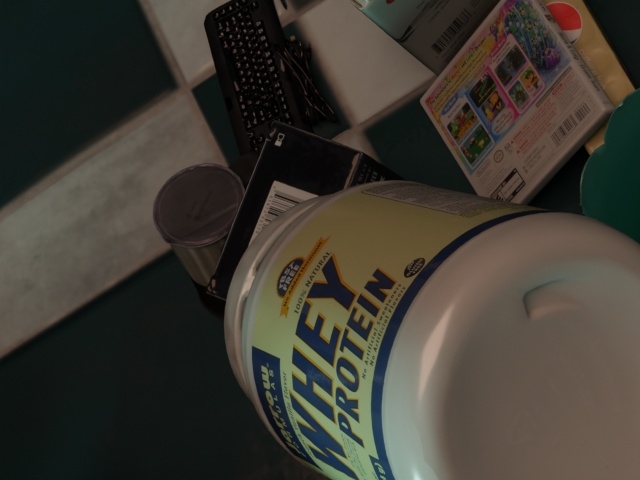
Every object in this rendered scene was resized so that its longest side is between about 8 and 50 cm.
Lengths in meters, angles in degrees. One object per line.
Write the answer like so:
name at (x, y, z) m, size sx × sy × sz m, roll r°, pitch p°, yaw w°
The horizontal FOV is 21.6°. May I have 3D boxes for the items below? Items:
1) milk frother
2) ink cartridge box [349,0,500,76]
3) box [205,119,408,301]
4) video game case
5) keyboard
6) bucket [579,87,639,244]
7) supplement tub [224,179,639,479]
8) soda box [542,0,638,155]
milk frother at (-0.105, -0.022, 1.487) m, size 0.143 × 0.135 × 0.129 m, roll 15°, pitch 64°, yaw 23°
ink cartridge box at (0.093, -0.242, 1.413) m, size 0.087 × 0.208 × 0.153 m, roll 43°, pitch 96°, yaw 24°
box at (0.000, 0.000, 1.428) m, size 0.093 × 0.158 × 0.156 m, roll 21°, pitch 88°, yaw 25°
video game case at (0.163, -0.115, 1.419) m, size 0.157 × 0.019 × 0.143 m, roll -51°, pitch 59°, yaw 40°
keyboard at (-0.050, -0.147, 1.548) m, size 0.100 × 0.038 × 0.192 m, roll -23°, pitch 72°, yaw 17°
bucket at (0.345, -0.007, 1.273) m, size 0.281 × 0.183 × 0.281 m, roll -5°, pitch 76°, yaw 21°
supplement tub at (0.085, 0.081, 1.207) m, size 0.325 × 0.235 × 0.235 m, roll 15°, pitch 84°, yaw 62°
soda box at (0.222, -0.148, 1.423) m, size 0.061 × 0.058 × 0.181 m, roll -31°, pitch 68°, yaw 14°
